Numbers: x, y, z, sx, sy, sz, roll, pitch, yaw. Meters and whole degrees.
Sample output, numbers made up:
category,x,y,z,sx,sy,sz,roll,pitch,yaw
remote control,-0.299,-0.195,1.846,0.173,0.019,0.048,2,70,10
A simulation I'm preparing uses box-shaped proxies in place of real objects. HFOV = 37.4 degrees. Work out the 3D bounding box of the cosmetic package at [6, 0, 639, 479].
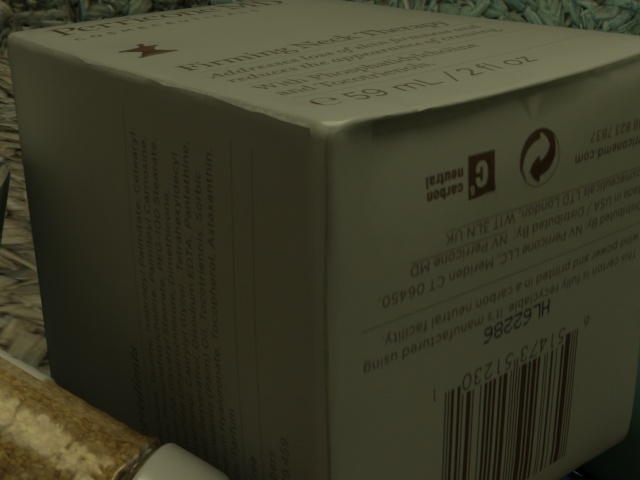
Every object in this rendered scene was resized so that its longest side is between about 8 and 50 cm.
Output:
category,x,y,z,sx,sy,sz,roll,pitch,yaw
cosmetic package,0.000,0.000,0.747,0.329,0.327,0.394,-19,27,-37

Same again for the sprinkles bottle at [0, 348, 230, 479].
category,x,y,z,sx,sy,sz,roll,pitch,yaw
sprinkles bottle,-0.234,0.115,0.583,0.355,0.121,0.121,28,18,7

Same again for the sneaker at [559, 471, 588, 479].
category,x,y,z,sx,sy,sz,roll,pitch,yaw
sneaker,0.167,0.199,0.831,0.209,0.082,0.069,15,14,-2

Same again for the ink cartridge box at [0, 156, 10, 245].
category,x,y,z,sx,sy,sz,roll,pitch,yaw
ink cartridge box,-0.399,0.020,0.717,0.283,0.207,0.117,10,18,-15

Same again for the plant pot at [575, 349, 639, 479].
category,x,y,z,sx,sy,sz,roll,pitch,yaw
plant pot,0.313,0.109,0.896,0.293,0.293,0.235,7,21,-23
